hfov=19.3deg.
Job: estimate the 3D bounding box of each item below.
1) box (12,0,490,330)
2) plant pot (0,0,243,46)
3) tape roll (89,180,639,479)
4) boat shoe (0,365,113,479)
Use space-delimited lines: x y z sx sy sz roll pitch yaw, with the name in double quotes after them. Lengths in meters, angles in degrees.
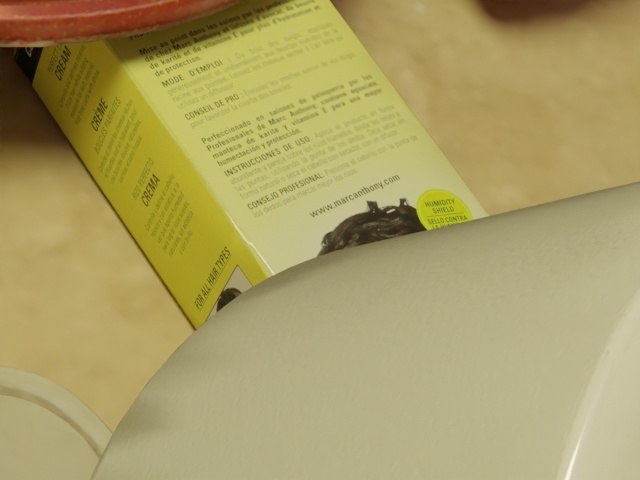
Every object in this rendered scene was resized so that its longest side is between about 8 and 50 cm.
0.000 0.000 0.598 0.087 0.058 0.232 -25 70 -33 "box"
-0.095 -0.244 0.551 0.272 0.265 0.272 7 44 -7 "plant pot"
0.081 0.108 0.433 0.246 0.169 0.246 8 77 -35 "tape roll"
-0.171 0.156 0.419 0.112 0.095 0.335 47 59 7 "boat shoe"
